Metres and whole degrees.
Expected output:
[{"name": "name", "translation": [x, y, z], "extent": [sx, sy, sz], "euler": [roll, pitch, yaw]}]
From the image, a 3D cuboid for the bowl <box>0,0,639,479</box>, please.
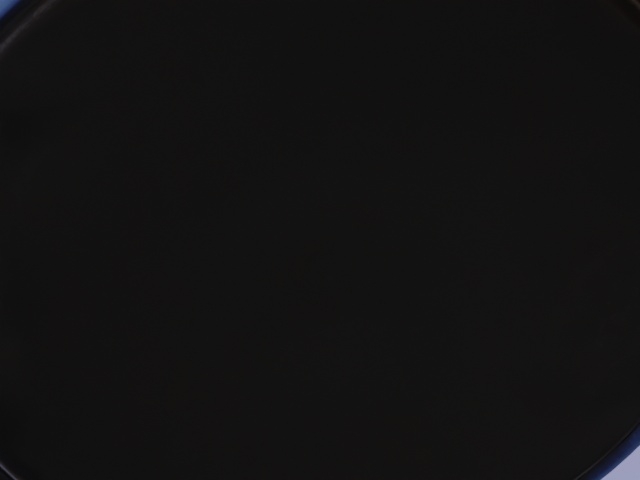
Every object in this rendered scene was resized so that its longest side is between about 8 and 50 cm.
[{"name": "bowl", "translation": [0.000, 0.000, 0.657], "extent": [0.391, 0.077, 0.391], "euler": [-4, -56, -5]}]
